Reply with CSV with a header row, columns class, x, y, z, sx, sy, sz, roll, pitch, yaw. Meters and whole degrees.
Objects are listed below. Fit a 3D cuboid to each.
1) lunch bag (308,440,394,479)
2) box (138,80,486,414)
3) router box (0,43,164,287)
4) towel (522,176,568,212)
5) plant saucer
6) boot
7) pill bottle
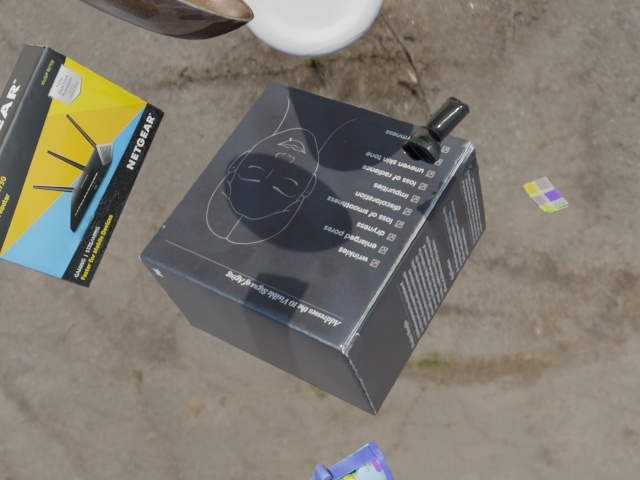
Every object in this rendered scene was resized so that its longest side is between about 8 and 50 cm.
class,x,y,z,sx,sy,sz,roll,pitch,yaw
lunch bag,0.030,0.477,1.426,0.221,0.138,0.293,-26,125,-18
box,0.000,0.000,1.717,0.480,0.472,0.297,22,155,28
router box,-0.231,-0.062,0.772,0.133,0.046,0.179,26,84,-46
towel,0.439,-0.089,1.709,0.060,0.083,0.009,-16,142,-16
plant saucer,-0.212,-0.277,0.858,0.310,0.310,0.050,25,110,-16
boot,0.166,-0.154,1.212,0.099,0.121,0.045,-43,100,-2
pill bottle,-0.030,-0.409,1.303,0.210,0.363,0.210,-2,114,-5
